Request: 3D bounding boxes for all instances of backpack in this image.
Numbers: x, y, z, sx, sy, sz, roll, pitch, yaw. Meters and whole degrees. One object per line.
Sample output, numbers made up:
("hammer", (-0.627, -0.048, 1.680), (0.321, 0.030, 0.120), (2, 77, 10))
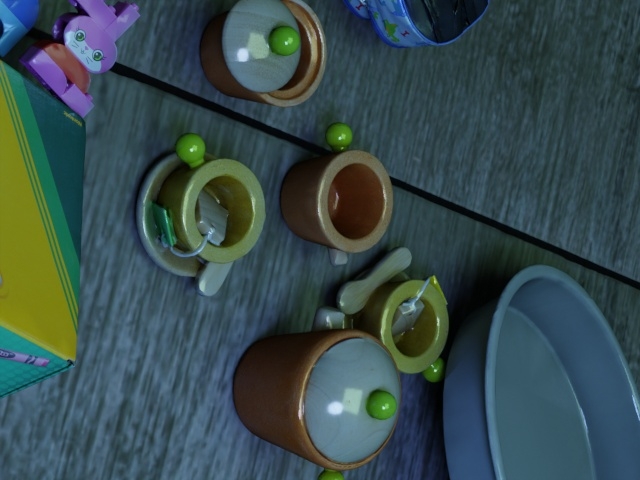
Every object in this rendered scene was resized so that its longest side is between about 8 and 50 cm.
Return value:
("backpack", (0.064, -0.197, 1.107), (0.105, 0.084, 0.114), (-39, 111, -32))

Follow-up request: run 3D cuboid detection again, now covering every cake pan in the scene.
("cake pan", (0.179, 0.166, 1.186), (0.293, 0.054, 0.293), (31, 51, -49))

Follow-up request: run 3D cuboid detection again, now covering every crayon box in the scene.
("crayon box", (-0.242, -0.046, 0.772), (0.278, 0.081, 0.165), (36, 40, -44))

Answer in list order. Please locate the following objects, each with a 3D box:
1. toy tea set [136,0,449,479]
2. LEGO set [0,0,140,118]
("toy tea set", (0.000, 0.000, 1.035), (0.200, 0.124, 0.336), (-42, 118, -31))
("LEGO set", (-0.193, -0.187, 0.879), (0.093, 0.087, 0.227), (-48, 122, -11))
